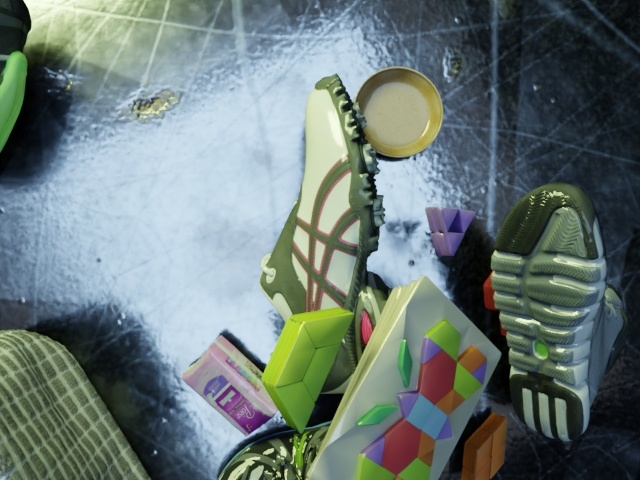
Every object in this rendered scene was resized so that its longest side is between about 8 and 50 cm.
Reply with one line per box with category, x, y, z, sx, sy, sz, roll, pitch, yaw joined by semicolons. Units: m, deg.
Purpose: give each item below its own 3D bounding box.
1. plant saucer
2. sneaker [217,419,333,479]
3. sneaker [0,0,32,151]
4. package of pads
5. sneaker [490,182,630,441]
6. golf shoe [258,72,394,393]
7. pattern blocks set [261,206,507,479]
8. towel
plant saucer;0.071;-0.117;0.567;0.083;0.015;0.084;0;89;-4
sneaker;-0.009;0.197;0.526;0.188;0.078;0.067;-21;90;-3
sneaker;-0.454;-0.225;0.469;0.482;0.185;0.202;27;80;-14
package of pads;-0.076;0.129;0.539;0.083;0.032;0.050;43;120;-2
sneaker;0.212;0.043;0.518;0.132;0.086;0.229;-31;124;-39
golf shoe;0.000;0.000;0.516;0.120;0.105;0.273;-6;92;9
pattern blocks set;0.073;0.132;0.480;0.285;0.026;0.325;24;84;-38
towel;-0.202;0.202;0.439;0.121;0.235;0.284;-32;91;-9
